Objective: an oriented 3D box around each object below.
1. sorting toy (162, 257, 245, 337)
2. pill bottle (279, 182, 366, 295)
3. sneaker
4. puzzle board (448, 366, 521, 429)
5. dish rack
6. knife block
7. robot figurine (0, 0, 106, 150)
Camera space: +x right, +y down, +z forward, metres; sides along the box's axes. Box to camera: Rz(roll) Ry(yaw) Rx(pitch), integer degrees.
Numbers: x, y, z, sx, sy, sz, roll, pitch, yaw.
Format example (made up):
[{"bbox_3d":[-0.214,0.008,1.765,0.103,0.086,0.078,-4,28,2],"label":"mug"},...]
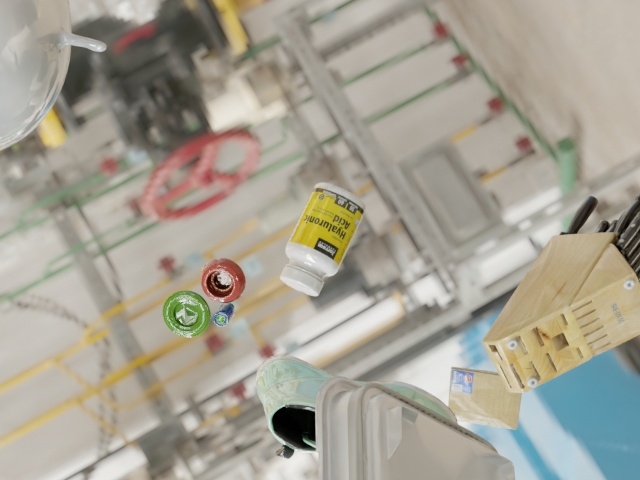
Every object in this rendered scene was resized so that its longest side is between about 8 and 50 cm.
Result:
[{"bbox_3d":[-0.113,0.059,1.718,0.061,0.102,0.042,48,-160,-5],"label":"sorting toy"},{"bbox_3d":[0.000,0.000,1.837,0.065,0.116,0.065,24,168,5],"label":"pill bottle"},{"bbox_3d":[0.046,0.225,1.959,0.151,0.256,0.094,-99,27,-68],"label":"sneaker"},{"bbox_3d":[0.220,0.209,2.218,0.128,0.096,0.011,88,-167,-52],"label":"puzzle board"},{"bbox_3d":[0.111,0.304,1.576,0.285,0.072,0.333,32,-133,-43],"label":"dish rack"},{"bbox_3d":[0.319,0.051,2.117,0.088,0.276,0.242,61,-177,-26],"label":"knife block"},{"bbox_3d":[-0.332,-0.144,1.183,0.200,0.353,0.300,81,177,-64],"label":"robot figurine"}]
